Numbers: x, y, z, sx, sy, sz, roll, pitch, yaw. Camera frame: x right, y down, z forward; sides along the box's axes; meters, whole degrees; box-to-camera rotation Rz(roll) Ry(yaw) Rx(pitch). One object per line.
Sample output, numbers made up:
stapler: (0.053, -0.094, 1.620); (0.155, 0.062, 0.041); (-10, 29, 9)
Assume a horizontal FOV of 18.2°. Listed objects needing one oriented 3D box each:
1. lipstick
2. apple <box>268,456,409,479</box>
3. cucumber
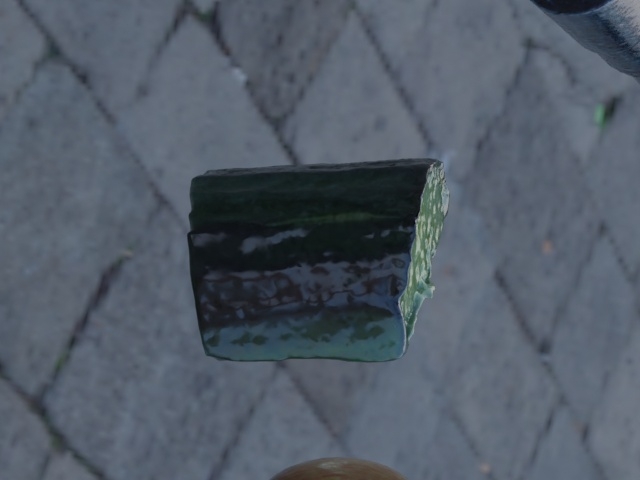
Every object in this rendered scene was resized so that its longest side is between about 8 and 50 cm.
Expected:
lipstick: (0.146, -0.097, 0.935); (0.234, 0.053, 0.053); (28, 77, -67)
apple: (0.013, 0.224, 1.406); (0.146, 0.131, 0.146); (-179, -90, -89)
cucumber: (0.000, 0.000, 0.916); (0.116, 0.115, 0.062); (-83, 168, -56)
